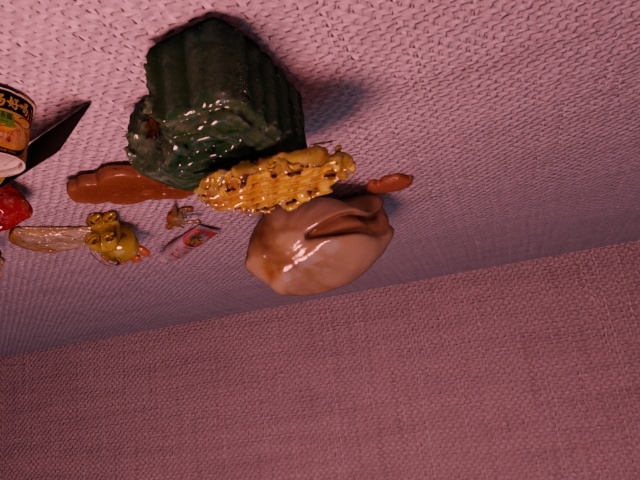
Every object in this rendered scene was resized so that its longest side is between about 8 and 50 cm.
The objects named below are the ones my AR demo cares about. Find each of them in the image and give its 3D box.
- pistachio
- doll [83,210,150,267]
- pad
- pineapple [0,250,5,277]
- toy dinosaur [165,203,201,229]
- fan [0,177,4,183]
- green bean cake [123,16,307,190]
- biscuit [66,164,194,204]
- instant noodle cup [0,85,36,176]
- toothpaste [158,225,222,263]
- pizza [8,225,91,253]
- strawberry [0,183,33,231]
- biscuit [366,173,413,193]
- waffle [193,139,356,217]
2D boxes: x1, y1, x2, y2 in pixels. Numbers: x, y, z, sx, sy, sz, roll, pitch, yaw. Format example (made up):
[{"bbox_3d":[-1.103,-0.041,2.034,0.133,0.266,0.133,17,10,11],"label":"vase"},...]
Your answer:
[{"bbox_3d":[0.000,0.000,1.675,0.445,0.282,0.365,-19,173,-28],"label":"pistachio"},{"bbox_3d":[-0.563,0.011,1.670,0.142,0.136,0.221,-9,151,-1],"label":"doll"},{"bbox_3d":[-0.512,-0.173,1.118,0.211,0.143,0.003,-19,132,34],"label":"pad"},{"bbox_3d":[-0.913,0.038,1.532,0.262,0.263,0.272,-7,175,-2],"label":"pineapple"},{"bbox_3d":[-0.406,-0.064,1.658,0.126,0.039,0.162,-12,161,19],"label":"toy dinosaur"},{"bbox_3d":[-0.657,-0.166,1.176,0.039,0.082,0.155,-10,152,-11],"label":"fan"},{"bbox_3d":[-0.209,-0.208,1.060,0.307,0.169,0.300,-14,163,22],"label":"green bean cake"},{"bbox_3d":[-0.438,-0.134,1.414,0.294,0.044,0.186,-6,159,-10],"label":"biscuit"},{"bbox_3d":[-0.581,-0.186,1.056,0.151,0.122,0.151,-5,165,-1],"label":"instant noodle cup"},{"bbox_3d":[-0.412,0.006,1.871,0.234,0.057,0.089,-29,152,33],"label":"toothpaste"},{"bbox_3d":[-0.741,-0.001,1.727,0.261,0.034,0.181,-3,162,-13],"label":"pizza"},{"bbox_3d":[-0.719,-0.082,1.362,0.131,0.131,0.148,-17,-170,29],"label":"strawberry"},{"bbox_3d":[0.189,-0.152,1.650,0.130,0.019,0.102,-12,163,12],"label":"biscuit"},{"bbox_3d":[-0.082,-0.103,1.095,0.280,0.060,0.262,-21,167,38],"label":"waffle"}]
